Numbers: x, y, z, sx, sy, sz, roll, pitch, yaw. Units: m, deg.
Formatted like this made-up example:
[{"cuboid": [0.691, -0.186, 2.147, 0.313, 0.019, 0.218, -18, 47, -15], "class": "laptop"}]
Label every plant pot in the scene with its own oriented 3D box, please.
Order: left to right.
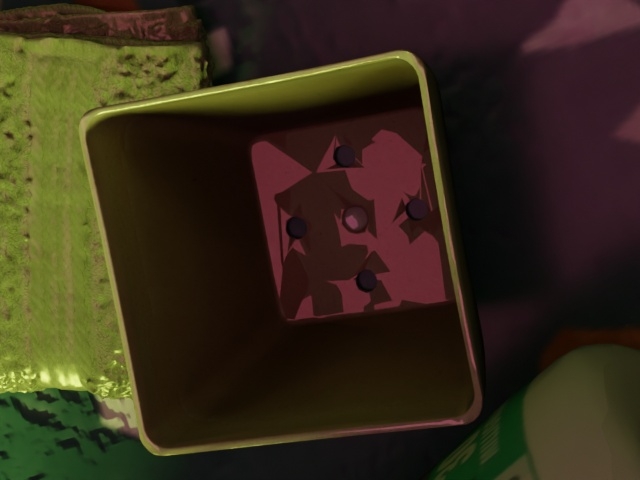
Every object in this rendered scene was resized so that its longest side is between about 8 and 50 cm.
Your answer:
[{"cuboid": [0.000, 0.000, 0.451, 0.109, 0.096, 0.109, -9, 96, 18], "class": "plant pot"}]

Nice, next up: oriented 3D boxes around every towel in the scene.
[{"cuboid": [-0.089, -0.013, 0.512, 0.110, 0.027, 0.148, 3, 99, 15], "class": "towel"}]

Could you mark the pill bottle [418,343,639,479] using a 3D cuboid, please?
[{"cuboid": [0.022, 0.219, 0.424, 0.204, 0.204, 0.361, 46, 107, 5], "class": "pill bottle"}]
